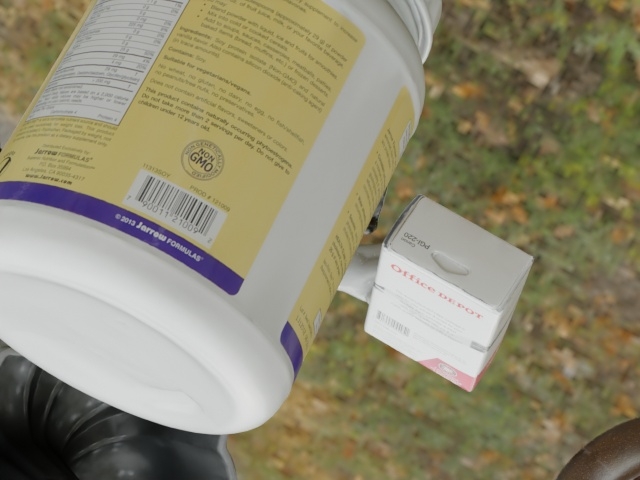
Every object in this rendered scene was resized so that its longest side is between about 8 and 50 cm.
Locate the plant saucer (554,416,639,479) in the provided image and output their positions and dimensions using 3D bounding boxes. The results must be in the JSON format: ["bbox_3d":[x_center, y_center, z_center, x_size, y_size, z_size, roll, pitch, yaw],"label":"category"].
[{"bbox_3d":[0.382,0.342,1.783,0.311,0.310,0.050,35,179,-13],"label":"plant saucer"}]

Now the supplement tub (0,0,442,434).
[{"bbox_3d":[-0.073,-0.064,1.112,0.241,0.331,0.241,22,155,10],"label":"supplement tub"}]

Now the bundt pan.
[{"bbox_3d":[-0.234,0.215,1.360,0.124,0.331,0.331,16,157,49],"label":"bundt pan"}]

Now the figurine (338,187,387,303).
[{"bbox_3d":[0.000,0.000,2.164,0.210,0.215,0.092,-4,142,-23],"label":"figurine"}]

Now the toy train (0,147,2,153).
[{"bbox_3d":[-0.498,-0.042,1.917,0.334,0.142,0.190,0,140,-3],"label":"toy train"}]

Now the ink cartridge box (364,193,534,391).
[{"bbox_3d":[0.147,0.064,1.945,0.159,0.092,0.218,30,154,12],"label":"ink cartridge box"}]
